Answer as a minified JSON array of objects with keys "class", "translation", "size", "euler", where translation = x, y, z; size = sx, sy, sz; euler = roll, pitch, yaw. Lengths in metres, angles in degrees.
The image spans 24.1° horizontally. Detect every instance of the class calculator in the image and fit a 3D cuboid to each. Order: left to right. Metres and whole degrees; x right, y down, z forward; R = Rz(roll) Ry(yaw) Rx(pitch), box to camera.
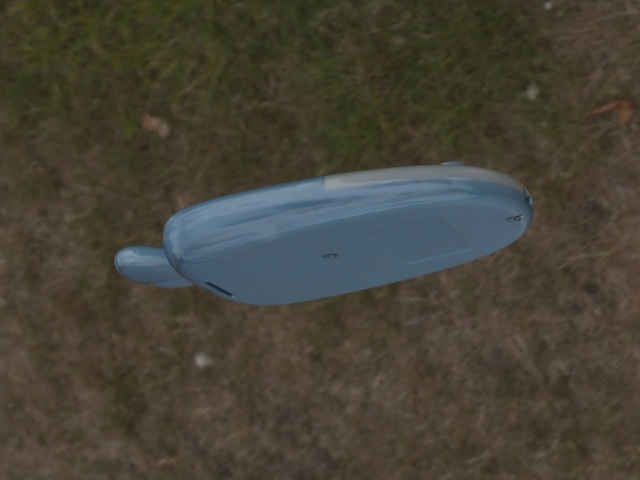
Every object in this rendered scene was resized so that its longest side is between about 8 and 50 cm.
[{"class":"calculator","translation":[0.000,0.000,1.059],"size":[0.303,0.188,0.042],"euler":[-14,72,19]}]
